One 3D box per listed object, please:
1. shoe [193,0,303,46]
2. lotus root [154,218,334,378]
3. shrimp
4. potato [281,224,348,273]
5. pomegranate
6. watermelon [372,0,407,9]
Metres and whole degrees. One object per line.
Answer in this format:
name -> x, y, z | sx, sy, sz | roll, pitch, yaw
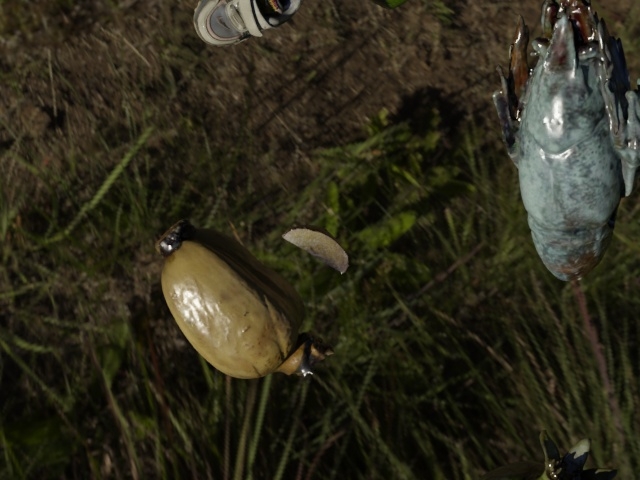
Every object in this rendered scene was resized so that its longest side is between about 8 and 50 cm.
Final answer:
shoe -> -0.086, -0.325, 1.433 | 0.180, 0.092, 0.089 | -33, 120, -7
lotus root -> -0.108, 0.084, 1.305 | 0.140, 0.154, 0.257 | -40, 99, 20
shrimp -> 0.149, -0.074, 0.592 | 0.079, 0.090, 0.233 | -53, 143, -45
potato -> 0.000, -0.001, 1.283 | 0.093, 0.036, 0.037 | 31, 118, -17
pomegranate -> 0.248, 0.310, 1.184 | 0.131, 0.152, 0.191 | 24, 128, -16
watermelon -> 0.062, -0.267, 0.895 | 0.159, 0.303, 0.128 | -8, 104, -3
